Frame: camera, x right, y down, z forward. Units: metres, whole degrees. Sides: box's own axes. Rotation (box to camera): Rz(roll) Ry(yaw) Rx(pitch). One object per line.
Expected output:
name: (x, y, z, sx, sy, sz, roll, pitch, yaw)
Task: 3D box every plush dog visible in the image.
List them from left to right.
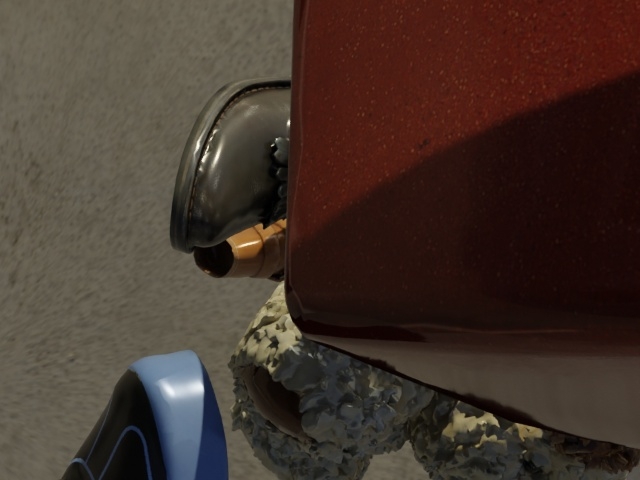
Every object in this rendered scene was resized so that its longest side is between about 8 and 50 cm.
plush dog: (0.085, 0.076, 0.756, 0.225, 0.262, 0.211, 31, 72, 5)

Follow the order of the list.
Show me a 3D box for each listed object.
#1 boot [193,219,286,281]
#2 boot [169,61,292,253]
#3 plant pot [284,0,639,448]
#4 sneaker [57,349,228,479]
boot: (0.000, 0.000, 1.009, 0.152, 0.197, 0.073, -3, 79, -30)
boot: (0.053, -0.038, 0.823, 0.229, 0.091, 0.263, 23, 37, 20)
plant pot: (0.134, -0.049, 0.468, 0.267, 0.235, 0.267, 26, 58, -49)
sneaker: (-0.102, 0.153, 0.532, 0.090, 0.081, 0.232, 2, 112, -28)
